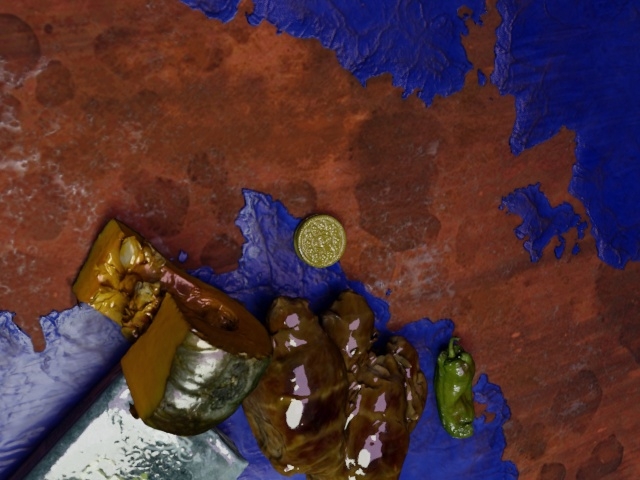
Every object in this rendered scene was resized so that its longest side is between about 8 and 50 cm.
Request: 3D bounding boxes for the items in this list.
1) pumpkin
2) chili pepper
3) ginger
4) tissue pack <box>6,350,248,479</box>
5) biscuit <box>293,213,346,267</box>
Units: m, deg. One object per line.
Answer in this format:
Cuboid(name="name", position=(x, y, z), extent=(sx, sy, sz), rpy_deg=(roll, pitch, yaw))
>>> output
Cuboid(name="pumpkin", position=(-0.203, 0.114, 0.871), extent=(0.280, 0.190, 0.139), rpy_deg=(34, 104, -5))
Cuboid(name="chili pepper", position=(0.226, 0.228, 1.160), extent=(0.072, 0.073, 0.204), rpy_deg=(-23, 116, -36))
Cuboid(name="ginger", position=(0.025, 0.226, 1.033), extent=(0.357, 0.152, 0.274), rpy_deg=(43, 80, -22))
Cuboid(name="tissue pack", position=(-0.287, 0.343, 0.948), extent=(0.316, 0.103, 0.228), rpy_deg=(-48, 111, -10))
Cuboid(name="biscuit", position=(0.000, 0.000, 1.066), extent=(0.083, 0.023, 0.084), rpy_deg=(-3, 97, -22))
